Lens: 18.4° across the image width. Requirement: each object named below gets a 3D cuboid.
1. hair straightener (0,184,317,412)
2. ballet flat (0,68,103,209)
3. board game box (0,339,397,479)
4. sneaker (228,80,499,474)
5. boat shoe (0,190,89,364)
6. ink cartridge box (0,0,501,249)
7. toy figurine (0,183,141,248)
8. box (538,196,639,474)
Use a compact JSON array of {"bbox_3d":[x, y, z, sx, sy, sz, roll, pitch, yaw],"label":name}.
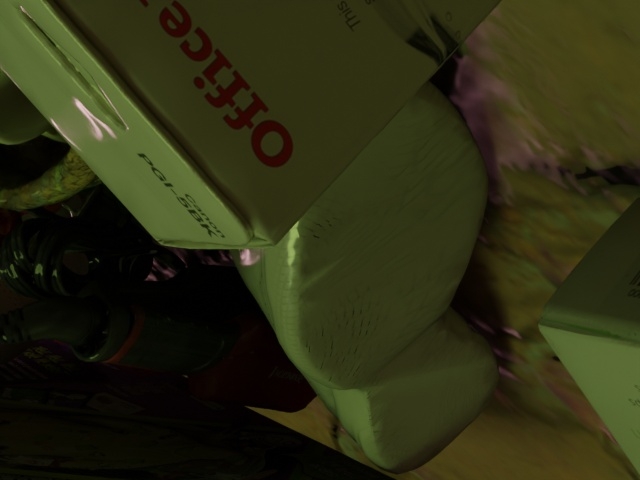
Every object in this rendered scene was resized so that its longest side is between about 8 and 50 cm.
[{"bbox_3d":[-0.071,0.021,0.695,0.089,0.047,0.230,42,-165,22],"label":"hair straightener"},{"bbox_3d":[-0.108,-0.128,0.509,0.123,0.123,0.348,30,156,29],"label":"ballet flat"},{"bbox_3d":[-0.130,0.088,0.798,0.347,0.208,0.056,-165,72,-65],"label":"board game box"},{"bbox_3d":[0.000,0.000,0.637,0.094,0.080,0.212,46,164,27],"label":"sneaker"},{"bbox_3d":[-0.223,-0.044,0.910,0.277,0.096,0.098,35,158,18],"label":"boat shoe"},{"bbox_3d":[-0.009,-0.078,0.397,0.099,0.135,0.056,50,159,-18],"label":"ink cartridge box"},{"bbox_3d":[-0.144,-0.004,0.758,0.130,0.159,0.173,45,159,-8],"label":"toy figurine"},{"bbox_3d":[0.219,0.130,0.511,0.232,0.058,0.322,10,144,55],"label":"box"}]
